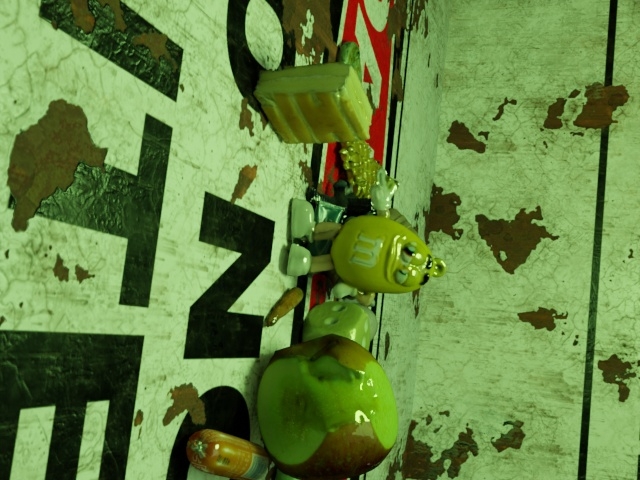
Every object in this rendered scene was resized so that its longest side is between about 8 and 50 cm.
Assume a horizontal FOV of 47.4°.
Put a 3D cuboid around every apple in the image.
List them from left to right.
[{"bbox_3d":[0.015,0.409,1.819,0.384,0.374,0.374,144,-48,-82],"label":"apple"}]

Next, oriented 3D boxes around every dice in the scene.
[{"bbox_3d":[0.049,0.292,2.172,0.169,0.169,0.166,-55,143,-55],"label":"dice"}]

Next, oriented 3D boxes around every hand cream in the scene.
[{"bbox_3d":[0.000,0.000,2.102,0.048,0.083,0.224,14,-92,69],"label":"hand cream"}]

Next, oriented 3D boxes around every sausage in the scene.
[{"bbox_3d":[-0.211,0.473,1.603,0.312,0.093,0.093,51,46,-62],"label":"sausage"}]

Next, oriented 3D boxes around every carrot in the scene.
[{"bbox_3d":[-0.095,0.178,1.937,0.191,0.047,0.047,-47,137,-59],"label":"carrot"}]

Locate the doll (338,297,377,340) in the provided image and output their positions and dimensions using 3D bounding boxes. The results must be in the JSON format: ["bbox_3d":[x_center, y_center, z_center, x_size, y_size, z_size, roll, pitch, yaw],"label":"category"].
[{"bbox_3d":[0.128,0.201,2.428,0.151,0.151,0.287,52,42,-62],"label":"doll"}]

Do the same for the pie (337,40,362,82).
[{"bbox_3d":[0.093,-0.540,2.322,0.187,0.041,0.187,4,90,-71],"label":"pie"}]

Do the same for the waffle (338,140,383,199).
[{"bbox_3d":[0.135,-0.282,2.389,0.260,0.069,0.293,-59,135,-52],"label":"waffle"}]

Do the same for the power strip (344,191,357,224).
[{"bbox_3d":[0.112,-0.041,2.457,0.167,0.054,0.253,6,88,-68],"label":"power strip"}]

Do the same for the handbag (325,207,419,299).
[{"bbox_3d":[0.158,0.035,2.204,0.302,0.149,0.283,-38,167,-5],"label":"handbag"}]

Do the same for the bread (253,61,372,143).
[{"bbox_3d":[-0.015,-0.334,1.785,0.246,0.239,0.111,55,37,-63],"label":"bread"}]

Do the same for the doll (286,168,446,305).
[{"bbox_3d":[0.103,0.008,1.990,0.161,0.423,0.348,-147,-142,-86],"label":"doll"}]

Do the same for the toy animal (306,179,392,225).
[{"bbox_3d":[0.072,-0.084,2.208,0.160,0.272,0.197,-116,-151,-66],"label":"toy animal"}]

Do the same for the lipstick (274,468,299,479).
[{"bbox_3d":[-0.107,0.768,1.976,0.076,0.076,0.304,40,56,-66],"label":"lipstick"}]
